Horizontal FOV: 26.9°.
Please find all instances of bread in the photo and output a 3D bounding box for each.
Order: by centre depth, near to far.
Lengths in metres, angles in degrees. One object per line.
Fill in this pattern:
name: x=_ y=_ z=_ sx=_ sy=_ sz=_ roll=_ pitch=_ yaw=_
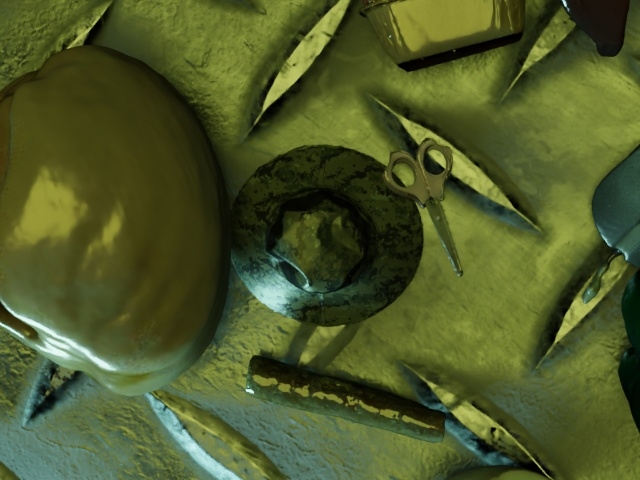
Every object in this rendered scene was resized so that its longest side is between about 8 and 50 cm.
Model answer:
bread: x=0.152 y=-0.332 z=1.681 sx=0.224 sy=0.142 sz=0.212 roll=-14 pitch=95 yaw=10

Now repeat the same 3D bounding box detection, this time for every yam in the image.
yam: x=0.034 y=0.212 z=1.776 sx=0.274 sy=0.061 sz=0.061 roll=14 pitch=96 yaw=6

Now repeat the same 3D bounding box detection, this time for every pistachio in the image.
pistachio: x=-0.276 y=-0.019 z=1.686 sx=0.281 sy=0.365 sz=0.445 roll=-9 pitch=98 yaw=53

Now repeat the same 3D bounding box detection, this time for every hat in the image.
hat: x=0.000 y=0.000 z=1.735 sx=0.265 sy=0.128 sz=0.265 roll=1 pitch=96 yaw=5

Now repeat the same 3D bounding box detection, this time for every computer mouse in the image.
computer mouse: x=0.453 y=-0.064 z=1.685 sx=0.167 sy=0.090 sz=0.379 roll=38 pitch=100 yaw=5

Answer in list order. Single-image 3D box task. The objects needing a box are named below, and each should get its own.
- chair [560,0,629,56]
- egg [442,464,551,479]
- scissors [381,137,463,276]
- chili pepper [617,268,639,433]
chair: x=0.473 y=-0.318 z=1.593 sx=0.401 sy=0.226 sz=0.226 roll=7 pitch=95 yaw=7
egg: x=0.212 y=0.396 z=1.715 sx=0.271 sy=0.162 sz=0.206 roll=38 pitch=63 yaw=-27
scissors: x=0.151 y=-0.039 z=1.755 sx=0.100 sy=0.015 sz=0.189 roll=-24 pitch=97 yaw=-13
chili pepper: x=0.476 y=0.140 z=1.606 sx=0.233 sy=0.256 sz=0.248 roll=-8 pitch=105 yaw=10
